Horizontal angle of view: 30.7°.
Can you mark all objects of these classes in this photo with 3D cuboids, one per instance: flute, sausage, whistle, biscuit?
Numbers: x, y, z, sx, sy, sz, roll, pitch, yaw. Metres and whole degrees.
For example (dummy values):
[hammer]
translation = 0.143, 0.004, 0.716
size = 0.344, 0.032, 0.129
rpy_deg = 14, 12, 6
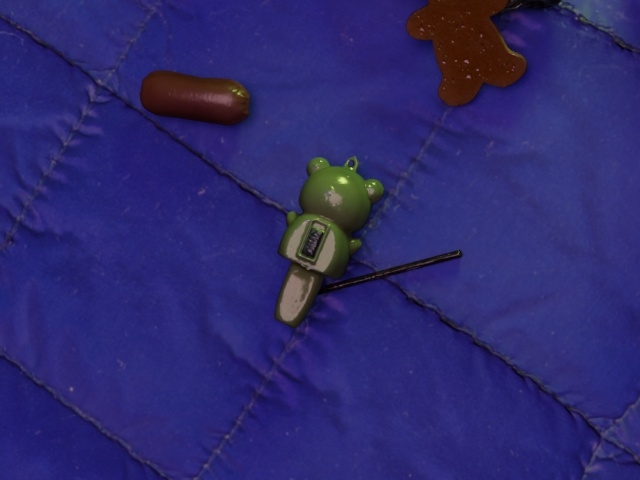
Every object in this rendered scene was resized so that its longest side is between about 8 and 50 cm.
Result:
[flute]
translation = 0.098, 0.055, 1.867
size = 0.269, 0.014, 0.014
rpy_deg = -16, 86, 13
[sausage]
translation = -0.205, -0.234, 1.916
size = 0.194, 0.077, 0.077
rpy_deg = 9, 91, 14
[whistle]
translation = 0.000, 0.000, 1.844
size = 0.131, 0.106, 0.288
rpy_deg = 23, 94, 11
[biscuit]
translation = 0.215, -0.338, 1.784
size = 0.165, 0.036, 0.250
rpy_deg = -20, 110, 21

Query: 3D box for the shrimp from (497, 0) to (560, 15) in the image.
[shrimp]
translation = 0.260, -0.394, 1.802
size = 0.232, 0.079, 0.090
rpy_deg = 13, 88, 19
